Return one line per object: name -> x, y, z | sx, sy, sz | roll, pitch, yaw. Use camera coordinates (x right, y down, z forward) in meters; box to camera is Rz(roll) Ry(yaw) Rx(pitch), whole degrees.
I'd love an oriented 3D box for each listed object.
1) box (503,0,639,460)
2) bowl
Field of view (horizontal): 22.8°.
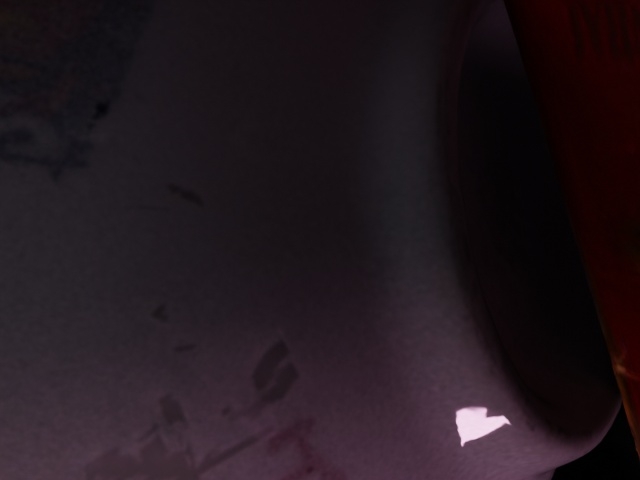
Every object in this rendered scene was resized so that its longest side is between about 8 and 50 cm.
box -> 0.147, -0.056, 0.476 | 0.197, 0.089, 0.313 | 17, 130, 61
bowl -> 0.000, 0.000, 0.608 | 0.196, 0.435, 0.434 | -10, 111, 29
